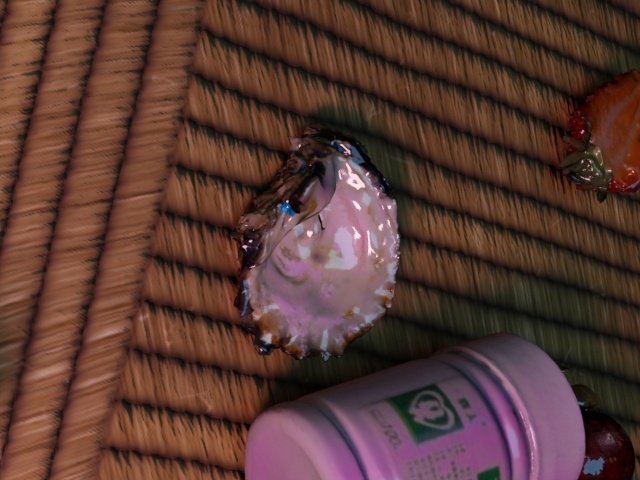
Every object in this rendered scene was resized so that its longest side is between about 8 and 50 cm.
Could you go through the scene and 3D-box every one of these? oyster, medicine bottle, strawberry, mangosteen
[{"bbox_3d":[-0.005,0.001,1.218,0.198,0.092,0.259,0,98,-33],"label":"oyster"},{"bbox_3d":[0.102,0.237,1.207,0.326,0.212,0.212,-13,96,-33],"label":"medicine bottle"},{"bbox_3d":[0.377,-0.137,1.464,0.140,0.085,0.192,7,80,-25],"label":"strawberry"},{"bbox_3d":[0.298,0.253,1.387,0.146,0.156,0.181,-37,79,-2],"label":"mangosteen"}]
